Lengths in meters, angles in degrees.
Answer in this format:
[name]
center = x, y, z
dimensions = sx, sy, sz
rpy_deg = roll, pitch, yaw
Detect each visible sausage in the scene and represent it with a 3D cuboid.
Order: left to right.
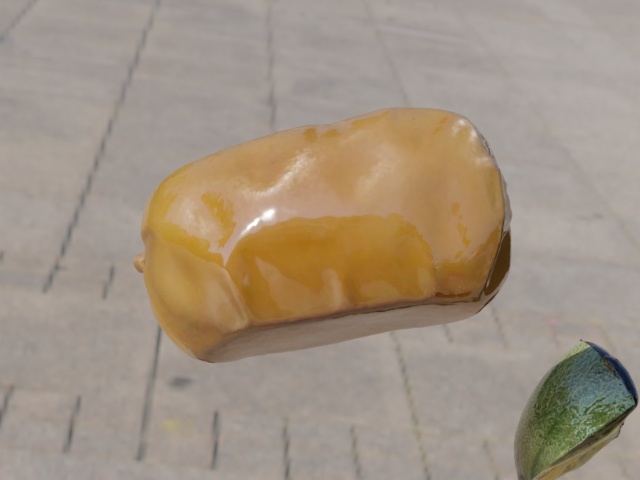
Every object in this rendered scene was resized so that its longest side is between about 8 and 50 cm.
[sausage]
center = 0.000, 0.000, 0.979
dimensions = 0.241, 0.136, 0.120
rpy_deg = -15, -16, 7

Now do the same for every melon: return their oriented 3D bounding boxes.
[melon]
center = 0.199, 0.144, 1.289
dimensions = 0.079, 0.128, 0.160
rpy_deg = 51, -7, 14
